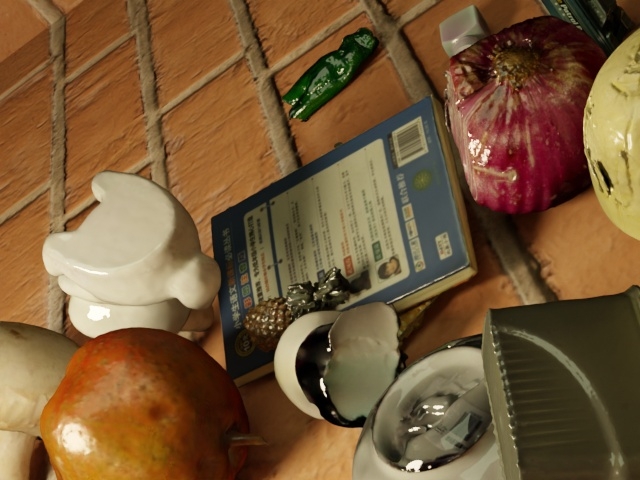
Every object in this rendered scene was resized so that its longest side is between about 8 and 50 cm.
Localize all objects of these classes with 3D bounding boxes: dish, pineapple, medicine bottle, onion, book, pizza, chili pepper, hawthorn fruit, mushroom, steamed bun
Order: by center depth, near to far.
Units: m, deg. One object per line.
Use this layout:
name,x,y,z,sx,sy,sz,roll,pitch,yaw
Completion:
dish,0.157,0.217,1.448,0.324,0.124,0.324,-27,34,20
steamed bun,0.413,-0.150,1.534,0.166,0.232,0.273,8,54,41
hawthorn fruit,-0.211,0.257,1.675,0.298,0.277,0.277,7,50,18
onion,0.293,-0.158,1.696,0.256,0.272,0.230,-40,57,13
pizza,0.134,0.091,1.720,0.109,0.026,0.123,-30,32,25
pineapple,-0.028,0.092,1.738,0.159,0.074,0.074,-33,32,18
book,0.018,0.004,1.816,0.428,0.039,0.300,-27,54,28
mushroom,-0.487,0.273,1.947,0.298,0.298,0.290,-5,73,44
medicine bottle,0.245,-0.337,2.109,0.074,0.055,0.118,-27,33,19
chili pepper,0.015,-0.306,2.311,0.224,0.061,0.098,-41,38,-5

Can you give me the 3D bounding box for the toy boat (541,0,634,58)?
toy boat,0.363,-0.400,1.833,0.122,0.296,0.114,-20,27,36

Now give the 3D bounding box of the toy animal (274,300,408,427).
toy animal,0.025,0.157,1.655,0.179,0.138,0.166,4,63,61

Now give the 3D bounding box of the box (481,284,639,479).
box,0.270,0.180,1.287,0.178,0.138,0.274,-3,44,0

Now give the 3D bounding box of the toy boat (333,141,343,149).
toy boat,0.058,-0.126,2.056,0.049,0.047,0.149,-33,32,-14

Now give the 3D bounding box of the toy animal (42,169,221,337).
toy animal,-0.248,0.080,1.841,0.241,0.367,0.196,29,61,17
